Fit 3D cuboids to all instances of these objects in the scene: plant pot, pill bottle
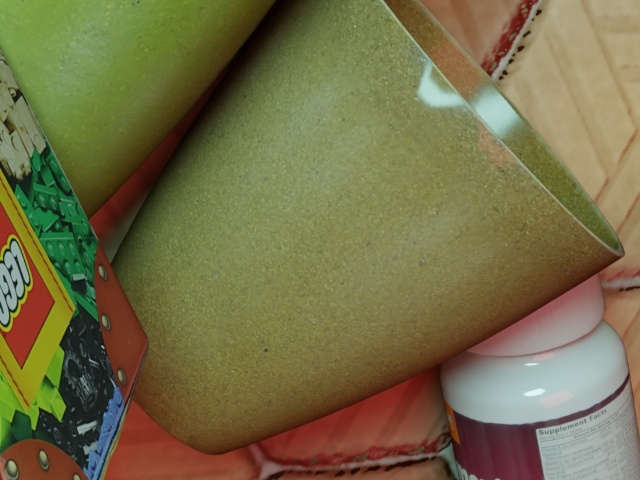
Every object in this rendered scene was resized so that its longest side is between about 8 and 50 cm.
[{"bbox_3d":[-0.153,-0.132,0.818,0.275,0.275,0.293,16,116,-25],"label":"plant pot"},{"bbox_3d":[0.000,0.000,0.932,0.254,0.237,0.237,-42,117,12],"label":"plant pot"},{"bbox_3d":[0.144,0.119,1.065,0.121,0.121,0.221,-19,112,-14],"label":"pill bottle"}]

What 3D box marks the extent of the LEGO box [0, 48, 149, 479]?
[{"bbox_3d":[-0.383,0.008,0.676,0.500,0.193,0.372,-16,115,15],"label":"LEGO box"}]
